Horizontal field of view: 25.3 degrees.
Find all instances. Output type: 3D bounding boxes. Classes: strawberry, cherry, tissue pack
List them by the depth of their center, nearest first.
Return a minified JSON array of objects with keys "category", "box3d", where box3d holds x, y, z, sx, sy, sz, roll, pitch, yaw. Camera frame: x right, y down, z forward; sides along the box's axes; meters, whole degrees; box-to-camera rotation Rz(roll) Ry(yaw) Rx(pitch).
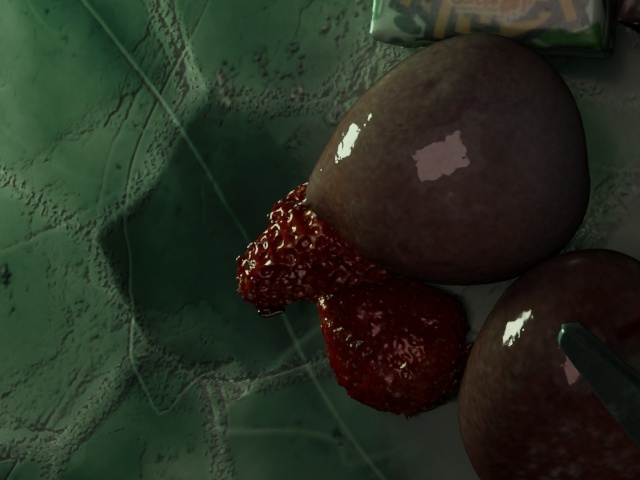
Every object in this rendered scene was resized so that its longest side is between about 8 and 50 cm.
[{"category":"cherry","box3d":[0.250,0.119,1.265,0.236,0.213,0.285,35,117,-11]},{"category":"cherry","box3d":[0.122,-0.058,1.283,0.206,0.239,0.239,36,99,37]},{"category":"tissue pack","box3d":[0.175,-0.334,1.345,0.228,0.128,0.311,5,95,17]},{"category":"strawberry","box3d":[0.000,0.000,1.395,0.188,0.082,0.121,-30,57,-7]},{"category":"strawberry","box3d":[0.066,0.092,1.409,0.187,0.082,0.146,38,92,20]}]

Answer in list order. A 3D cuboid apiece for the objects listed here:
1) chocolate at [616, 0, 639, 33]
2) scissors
[{"category":"chocolate","box3d":[0.437,-0.199,1.282,0.321,0.112,0.112,15,91,19]},{"category":"scissors","box3d":[0.314,0.193,1.180,0.192,0.447,0.029,-36,35,16]}]
